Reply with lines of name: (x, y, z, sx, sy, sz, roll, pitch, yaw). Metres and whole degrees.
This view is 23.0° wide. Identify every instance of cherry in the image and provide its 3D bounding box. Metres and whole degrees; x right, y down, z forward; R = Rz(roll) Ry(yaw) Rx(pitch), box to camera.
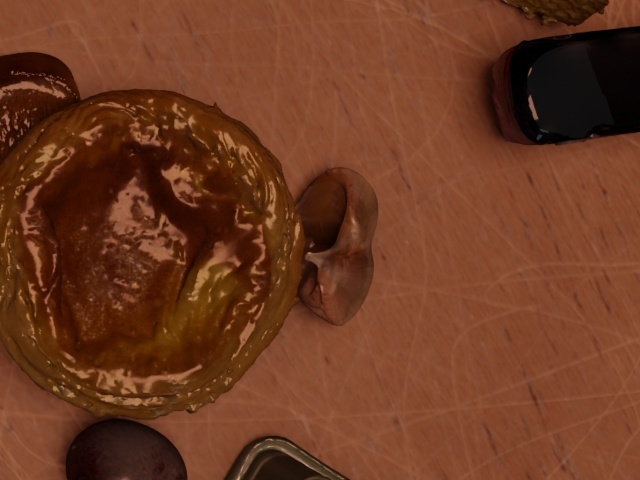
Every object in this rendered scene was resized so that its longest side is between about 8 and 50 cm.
cherry: (-0.197, 0.281, 1.652, 0.115, 0.148, 0.188, -24, 68, 14)

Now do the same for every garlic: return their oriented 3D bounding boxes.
garlic: (0.013, 0.003, 1.747, 0.124, 0.099, 0.174, 20, 82, -35)

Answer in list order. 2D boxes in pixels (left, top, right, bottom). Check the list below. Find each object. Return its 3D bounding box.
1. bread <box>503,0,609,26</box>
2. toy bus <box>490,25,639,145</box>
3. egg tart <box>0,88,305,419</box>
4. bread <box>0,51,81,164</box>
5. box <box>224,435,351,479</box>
bread: (0.223, -0.360, 1.790, 0.261, 0.160, 0.147, 26, 75, -10)
toy bus: (0.342, -0.181, 1.827, 0.303, 0.147, 0.127, -9, 92, -16)
egg tart: (-0.189, 0.015, 1.651, 0.352, 0.150, 0.351, 1, 86, -17)
bread: (-0.316, -0.138, 1.667, 0.129, 0.044, 0.126, -18, 96, -21)
box: (0.038, 0.360, 1.701, 0.312, 0.182, 0.175, 35, 79, -15)
